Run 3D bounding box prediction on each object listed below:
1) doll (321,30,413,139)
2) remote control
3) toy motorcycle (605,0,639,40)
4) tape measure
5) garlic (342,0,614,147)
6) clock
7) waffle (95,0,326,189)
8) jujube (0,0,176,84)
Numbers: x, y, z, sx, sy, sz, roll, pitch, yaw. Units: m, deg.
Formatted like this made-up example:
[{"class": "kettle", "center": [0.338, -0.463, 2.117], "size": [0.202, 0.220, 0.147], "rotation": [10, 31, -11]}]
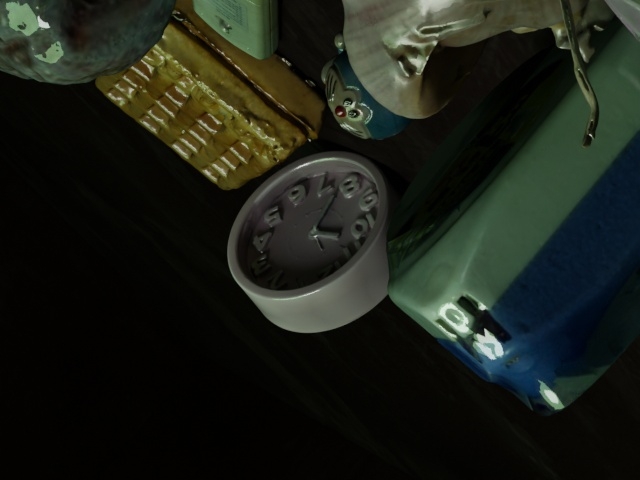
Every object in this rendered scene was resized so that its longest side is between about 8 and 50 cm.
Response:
[{"class": "doll", "center": [0.042, -0.136, 1.715], "size": [0.114, 0.085, 0.152], "rotation": [62, 173, -14]}, {"class": "remote control", "center": [-0.083, -0.239, 1.806], "size": [0.098, 0.038, 0.233], "rotation": [38, 169, 7]}, {"class": "toy motorcycle", "center": [0.243, -0.151, 0.954], "size": [0.327, 0.143, 0.188], "rotation": [17, 169, 23]}, {"class": "tape measure", "center": [0.165, -0.029, 1.335], "size": [0.138, 0.259, 0.262], "rotation": [42, 176, -10]}, {"class": "garlic", "center": [0.125, -0.151, 1.125], "size": [0.257, 0.207, 0.207], "rotation": [45, 173, 31]}, {"class": "clock", "center": [0.000, 0.000, 2.055], "size": [0.197, 0.197, 0.068], "rotation": [27, 163, 44]}, {"class": "waffle", "center": [-0.124, -0.161, 2.082], "size": [0.224, 0.098, 0.327], "rotation": [39, 169, -9]}, {"class": "jujube", "center": [-0.261, -0.262, 1.855], "size": [0.226, 0.226, 0.317], "rotation": [44, 173, -22]}]
